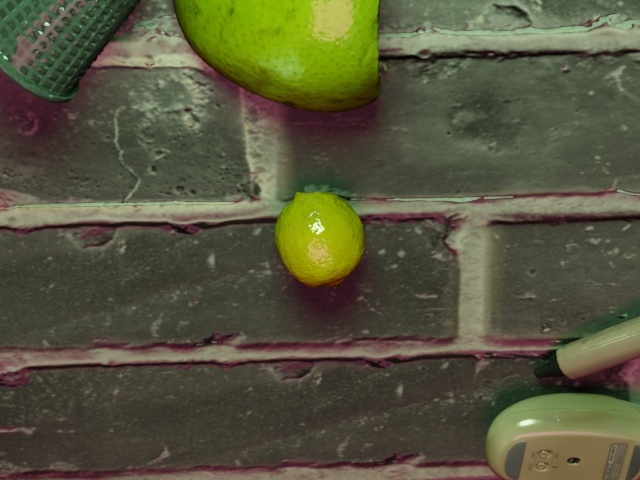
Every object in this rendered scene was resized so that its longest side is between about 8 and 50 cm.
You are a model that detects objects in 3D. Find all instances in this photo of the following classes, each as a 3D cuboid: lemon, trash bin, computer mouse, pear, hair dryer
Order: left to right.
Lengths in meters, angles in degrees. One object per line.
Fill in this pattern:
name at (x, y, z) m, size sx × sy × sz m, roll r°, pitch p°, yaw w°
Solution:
trash bin at (-0.272, -0.262, 1.834) m, size 0.161 × 0.175 × 0.175 m, roll -42°, pitch 121°, yaw 17°
pear at (-0.049, -0.247, 1.869) m, size 0.239 × 0.139 × 0.288 m, roll 5°, pitch 131°, yaw 6°
lemon at (0.000, 0.000, 2.102) m, size 0.109 × 0.109 × 0.133 m, roll -17°, pitch 116°, yaw 14°
computer mouse at (0.340, 0.271, 2.372) m, size 0.236 × 0.082 × 0.145 m, roll 0°, pitch 132°, yaw -3°
hair dryer at (0.432, 0.124, 2.248) m, size 0.344 × 0.107 × 0.189 m, roll -22°, pitch 131°, yaw 30°
